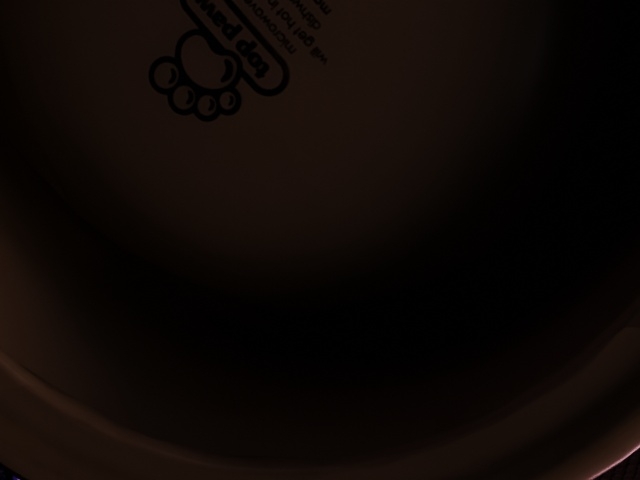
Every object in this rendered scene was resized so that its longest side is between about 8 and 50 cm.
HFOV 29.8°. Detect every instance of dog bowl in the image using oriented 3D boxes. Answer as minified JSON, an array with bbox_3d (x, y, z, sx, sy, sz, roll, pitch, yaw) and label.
[{"bbox_3d":[-0.011,-0.093,0.481,0.150,0.408,0.408,-50,153,-74],"label":"dog bowl"}]

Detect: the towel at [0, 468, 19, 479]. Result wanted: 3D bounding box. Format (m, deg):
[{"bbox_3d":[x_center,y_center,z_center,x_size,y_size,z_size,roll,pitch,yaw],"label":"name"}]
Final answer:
[{"bbox_3d":[-0.134,0.088,0.721,0.227,0.076,0.308,-38,140,-54],"label":"towel"}]
